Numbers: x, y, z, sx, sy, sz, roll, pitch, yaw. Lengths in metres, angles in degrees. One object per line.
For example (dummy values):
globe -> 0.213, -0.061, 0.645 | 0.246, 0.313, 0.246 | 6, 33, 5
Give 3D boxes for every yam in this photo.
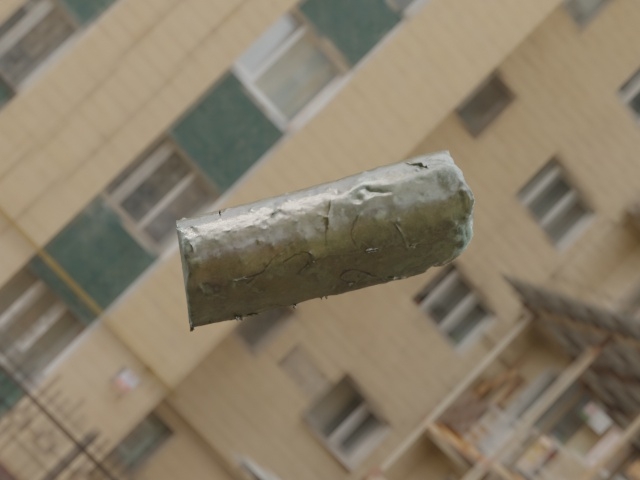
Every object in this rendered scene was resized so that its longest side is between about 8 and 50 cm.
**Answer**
yam -> 0.000, 0.000, 0.803 | 0.054, 0.132, 0.054 | 165, -90, -80
